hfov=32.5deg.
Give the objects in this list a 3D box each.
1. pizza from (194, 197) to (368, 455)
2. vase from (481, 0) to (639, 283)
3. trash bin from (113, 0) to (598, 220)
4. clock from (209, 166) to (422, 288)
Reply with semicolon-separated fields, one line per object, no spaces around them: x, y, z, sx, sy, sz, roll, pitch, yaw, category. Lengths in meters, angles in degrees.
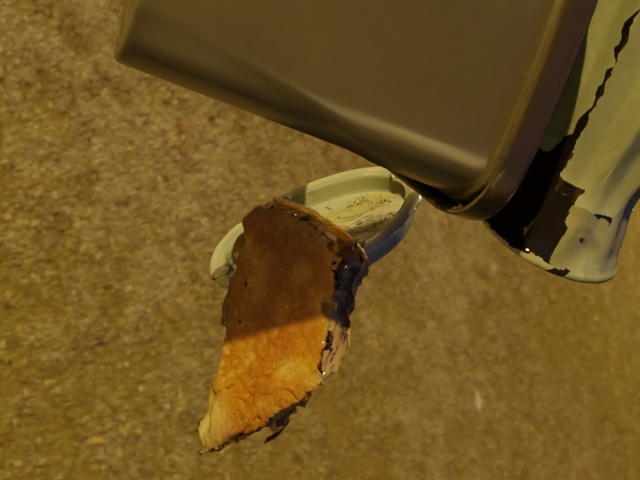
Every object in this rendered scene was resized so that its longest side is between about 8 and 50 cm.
-0.027;0.078;0.908;0.069;0.147;0.226;13;85;-48;pizza
0.231;-0.146;0.720;0.165;0.165;0.360;-34;151;-59;vase
0.009;-0.159;0.705;0.219;0.250;0.219;-124;-128;-71;trash bin
0.000;0.000;1.128;0.053;0.236;0.236;65;31;-21;clock
